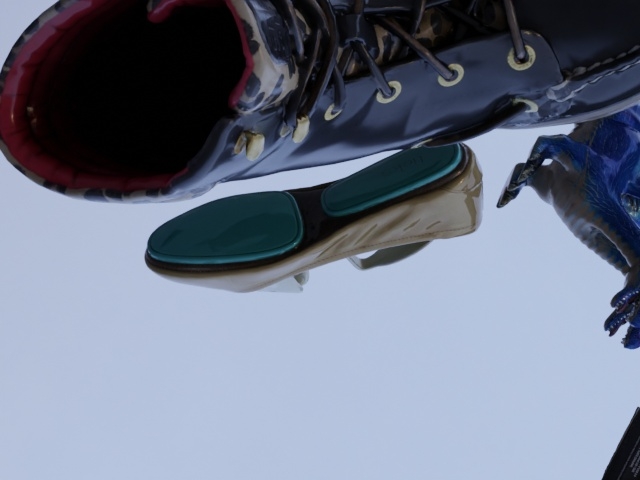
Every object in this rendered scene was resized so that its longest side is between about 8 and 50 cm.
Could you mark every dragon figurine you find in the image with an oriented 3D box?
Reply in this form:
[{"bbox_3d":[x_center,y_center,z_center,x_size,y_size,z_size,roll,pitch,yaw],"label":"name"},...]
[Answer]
[{"bbox_3d":[0.219,-0.060,1.179,0.289,0.144,0.085,-65,-178,-32],"label":"dragon figurine"}]

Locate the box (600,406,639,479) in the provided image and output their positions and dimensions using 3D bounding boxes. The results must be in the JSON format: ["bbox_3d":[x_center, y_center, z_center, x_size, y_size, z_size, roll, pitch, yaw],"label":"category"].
[{"bbox_3d":[0.342,0.321,1.404,0.293,0.073,0.295,23,-122,17],"label":"box"}]

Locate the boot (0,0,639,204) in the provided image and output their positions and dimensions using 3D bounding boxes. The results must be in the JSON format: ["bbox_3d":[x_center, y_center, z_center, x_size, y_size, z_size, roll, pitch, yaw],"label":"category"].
[{"bbox_3d":[0.033,-0.111,0.906,0.377,0.138,0.284,-10,-177,35],"label":"boot"}]

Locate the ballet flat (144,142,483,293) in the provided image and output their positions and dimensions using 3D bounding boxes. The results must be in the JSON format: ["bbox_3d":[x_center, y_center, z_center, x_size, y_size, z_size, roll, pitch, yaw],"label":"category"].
[{"bbox_3d":[0.000,0.000,1.117,0.232,0.073,0.080,-16,-142,8],"label":"ballet flat"}]
